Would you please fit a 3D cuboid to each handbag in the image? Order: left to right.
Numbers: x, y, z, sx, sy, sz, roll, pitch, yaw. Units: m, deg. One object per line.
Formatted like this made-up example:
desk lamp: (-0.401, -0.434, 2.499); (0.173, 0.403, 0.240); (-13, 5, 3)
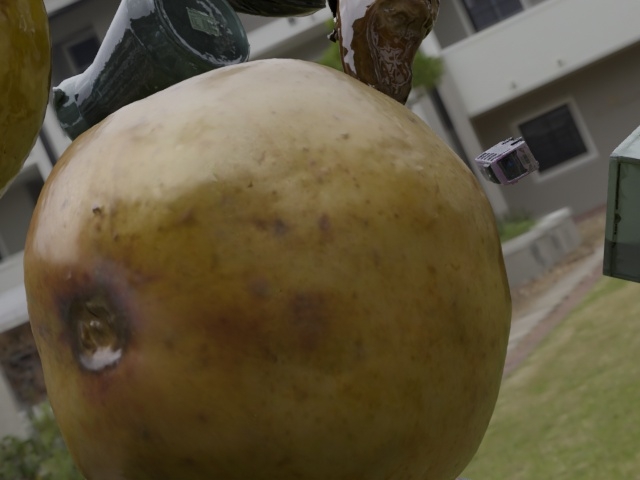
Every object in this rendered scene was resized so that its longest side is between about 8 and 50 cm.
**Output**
handbag: (-0.152, -0.348, 1.636); (0.332, 0.075, 0.191); (2, 13, -22)

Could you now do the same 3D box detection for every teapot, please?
teapot: (-0.196, -0.199, 1.484); (0.203, 0.171, 0.225); (14, -38, -41)

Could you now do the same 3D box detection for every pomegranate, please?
pomegranate: (-0.022, 0.035, 0.646); (0.260, 0.260, 0.260); (-24, -1, -1)

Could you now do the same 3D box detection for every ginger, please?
ginger: (0.061, -0.235, 1.212); (0.133, 0.107, 0.309); (-48, 16, 18)

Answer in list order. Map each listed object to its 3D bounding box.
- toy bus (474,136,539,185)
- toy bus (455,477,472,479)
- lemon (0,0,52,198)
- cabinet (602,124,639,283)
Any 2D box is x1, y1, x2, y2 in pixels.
toy bus: (0.201, -0.085, 1.328); (0.052, 0.037, 0.131); (-30, 5, 2)
toy bus: (0.010, 0.213, 0.973); (0.232, 0.294, 0.197); (-26, -26, -7)
lemon: (-0.339, -0.144, 0.954); (0.258, 0.310, 0.258); (5, -12, 1)
cabinet: (0.427, -0.034, 1.293); (0.206, 0.145, 0.150); (13, 30, 30)
